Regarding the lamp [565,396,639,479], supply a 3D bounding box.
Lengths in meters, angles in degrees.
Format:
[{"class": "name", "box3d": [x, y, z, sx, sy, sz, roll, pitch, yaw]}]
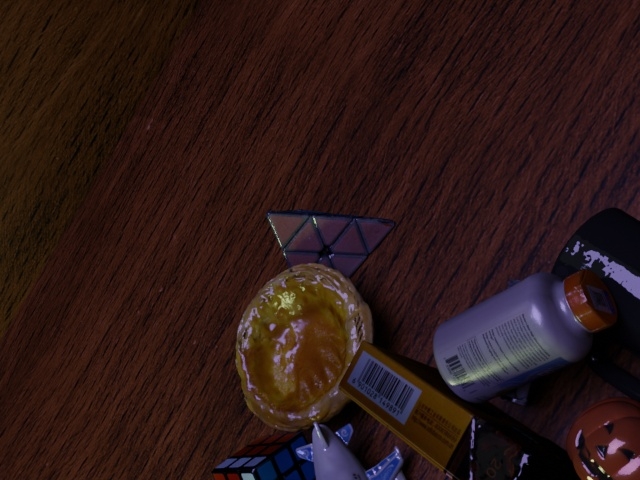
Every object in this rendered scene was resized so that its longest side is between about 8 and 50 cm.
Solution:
[{"class": "lamp", "box3d": [0.493, 0.338, 1.229, 0.164, 0.188, 0.187, -44, 47, 22]}]

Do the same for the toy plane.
[{"class": "toy plane", "box3d": [0.047, 0.495, 1.565, 0.267, 0.122, 0.266, -4, 65, 9]}]

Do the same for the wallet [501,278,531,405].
[{"class": "wallet", "box3d": [0.366, 0.188, 1.450, 0.170, 0.069, 0.230, 142, 142, -83]}]

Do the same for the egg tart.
[{"class": "egg tart", "box3d": [-0.025, 0.243, 1.764, 0.388, 0.169, 0.387, -14, 67, 35]}]

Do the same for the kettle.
[{"class": "kettle", "box3d": [0.546, 0.127, 1.280, 0.262, 0.203, 0.308, -54, 48, 5]}]

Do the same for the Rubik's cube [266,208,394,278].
[{"class": "Rubik's cube", "box3d": [0.000, 0.000, 1.876, 0.229, 0.228, 0.233, 42, 147, 9]}]

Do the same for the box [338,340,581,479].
[{"class": "box", "box3d": [0.260, 0.343, 1.391, 0.415, 0.264, 0.115, 29, 91, 48]}]

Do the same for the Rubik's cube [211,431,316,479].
[{"class": "Rubik's cube", "box3d": [-0.105, 0.522, 1.658, 0.163, 0.161, 0.162, -18, 95, 45]}]

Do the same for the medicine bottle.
[{"class": "medicine bottle", "box3d": [0.339, 0.152, 1.282, 0.289, 0.157, 0.157, -35, 50, 37]}]
